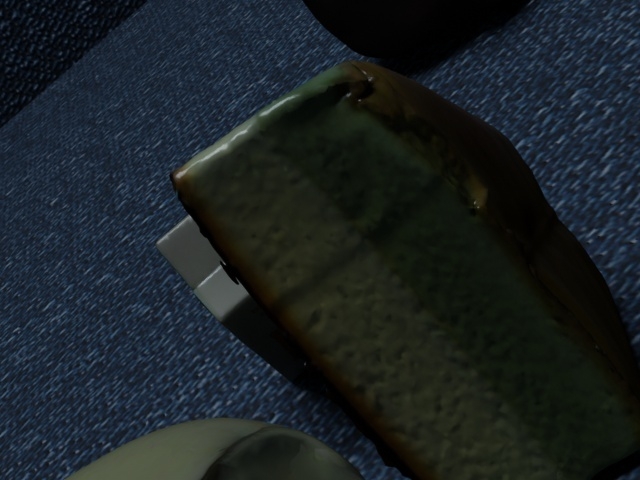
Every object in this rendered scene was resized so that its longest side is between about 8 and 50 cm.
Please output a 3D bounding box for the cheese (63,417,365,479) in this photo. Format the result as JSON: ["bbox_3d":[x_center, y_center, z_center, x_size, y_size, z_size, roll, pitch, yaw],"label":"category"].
[{"bbox_3d":[-0.085,0.192,0.792,0.233,0.127,0.266,-31,16,35],"label":"cheese"}]

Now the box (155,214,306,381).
[{"bbox_3d":[0.000,0.000,1.039,0.141,0.058,0.201,-40,-15,-2],"label":"box"}]

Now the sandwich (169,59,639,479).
[{"bbox_3d":[0.040,0.000,0.844,0.108,0.220,0.186,-37,18,13],"label":"sandwich"}]

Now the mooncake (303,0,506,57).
[{"bbox_3d":[0.128,-0.300,1.493,0.334,0.174,0.326,-17,31,45],"label":"mooncake"}]
